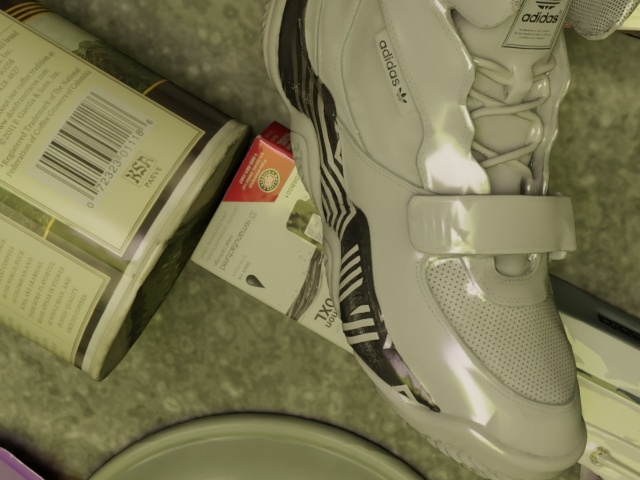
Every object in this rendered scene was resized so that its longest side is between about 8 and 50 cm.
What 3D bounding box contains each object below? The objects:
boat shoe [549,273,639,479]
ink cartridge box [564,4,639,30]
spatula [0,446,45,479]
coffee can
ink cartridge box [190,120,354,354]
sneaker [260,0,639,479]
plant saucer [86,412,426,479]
[{"bbox_3d":[0.226,0.153,0.671,0.367,0.136,0.156,27,107,3],"label":"boat shoe"},{"bbox_3d":[0.175,-0.237,0.603,0.115,0.067,0.198,3,106,8],"label":"ink cartridge box"},{"bbox_3d":[-0.338,0.284,0.838,0.084,0.030,0.296,40,107,-3],"label":"spatula"},{"bbox_3d":[-0.214,-0.060,0.636,0.275,0.201,0.201,31,107,-2],"label":"coffee can"},{"bbox_3d":[0.000,0.000,0.695,0.150,0.063,0.109,30,107,-1],"label":"ink cartridge box"},{"bbox_3d":[0.093,-0.058,0.534,0.210,0.137,0.366,-42,61,46],"label":"sneaker"},{"bbox_3d":[-0.053,0.342,0.764,0.400,0.100,0.400,1,100,7],"label":"plant saucer"}]
